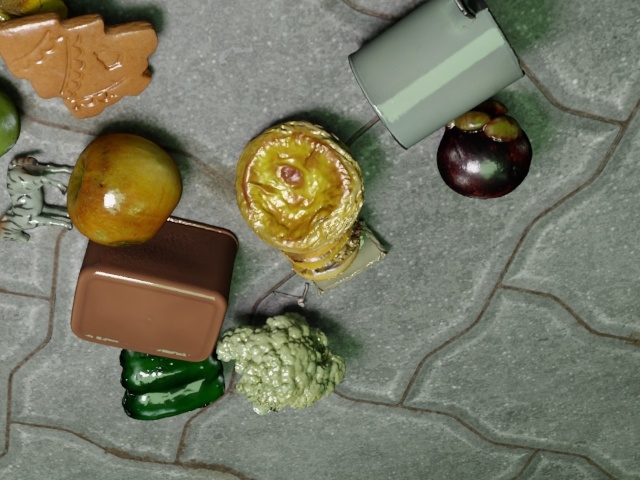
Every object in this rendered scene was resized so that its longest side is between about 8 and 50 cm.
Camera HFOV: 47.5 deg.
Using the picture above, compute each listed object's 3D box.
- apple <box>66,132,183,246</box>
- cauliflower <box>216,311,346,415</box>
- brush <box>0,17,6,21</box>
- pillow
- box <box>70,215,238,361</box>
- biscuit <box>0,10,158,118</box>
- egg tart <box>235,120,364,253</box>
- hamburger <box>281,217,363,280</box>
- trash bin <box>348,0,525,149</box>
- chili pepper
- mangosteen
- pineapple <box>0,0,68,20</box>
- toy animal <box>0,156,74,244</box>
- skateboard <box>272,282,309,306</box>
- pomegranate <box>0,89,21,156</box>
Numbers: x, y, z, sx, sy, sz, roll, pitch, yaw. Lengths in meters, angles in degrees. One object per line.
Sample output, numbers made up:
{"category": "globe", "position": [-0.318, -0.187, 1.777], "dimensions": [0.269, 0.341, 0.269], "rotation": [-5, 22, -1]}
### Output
{"category": "apple", "position": [-0.402, -0.103, 1.503], "dimensions": [0.207, 0.237, 0.237], "rotation": [19, 124, -34]}
{"category": "cauliflower", "position": [-0.106, 0.296, 1.804], "dimensions": [0.326, 0.261, 0.281], "rotation": [24, 161, -16]}
{"category": "brush", "position": [-0.723, -0.385, 1.377], "dimensions": [0.296, 0.060, 0.068], "rotation": [-7, 129, 1]}
{"category": "pillow", "position": [0.051, 0.045, 1.741], "dimensions": [0.208, 0.053, 0.119], "rotation": [-31, 118, 18]}
{"category": "box", "position": [-0.376, 0.103, 1.651], "dimensions": [0.339, 0.229, 0.240], "rotation": [14, 126, -12]}
{"category": "biscuit", "position": [-0.462, -0.334, 1.361], "dimensions": [0.306, 0.043, 0.284], "rotation": [11, 143, -43]}
{"category": "egg tart", "position": [-0.041, -0.116, 1.547], "dimensions": [0.294, 0.116, 0.295], "rotation": [5, 106, 18]}
{"category": "hamburger", "position": [0.008, 0.000, 1.635], "dimensions": [0.190, 0.182, 0.118], "rotation": [-29, 139, 8]}
{"category": "trash bin", "position": [0.217, -0.332, 1.373], "dimensions": [0.262, 0.217, 0.277], "rotation": [-31, 155, 17]}
{"category": "chili pepper", "position": [-0.370, 0.320, 1.817], "dimensions": [0.256, 0.233, 0.249], "rotation": [-7, 131, -6]}
{"category": "mangosteen", "position": [0.340, -0.184, 1.507], "dimensions": [0.209, 0.210, 0.210], "rotation": [-2, 126, -2]}
{"category": "pineapple", "position": [-0.567, -0.484, 1.296], "dimensions": [0.249, 0.139, 0.164], "rotation": [19, 85, -47]}
{"category": "toy animal", "position": [-0.620, -0.068, 1.602], "dimensions": [0.169, 0.090, 0.255], "rotation": [21, 120, -14]}
{"category": "skateboard", "position": [-0.075, 0.128, 1.813], "dimensions": [0.083, 0.032, 0.064], "rotation": [11, 115, -13]}
{"category": "pomegranate", "position": [-0.693, -0.252, 1.409], "dimensions": [0.181, 0.181, 0.224], "rotation": [-18, 116, 10]}
